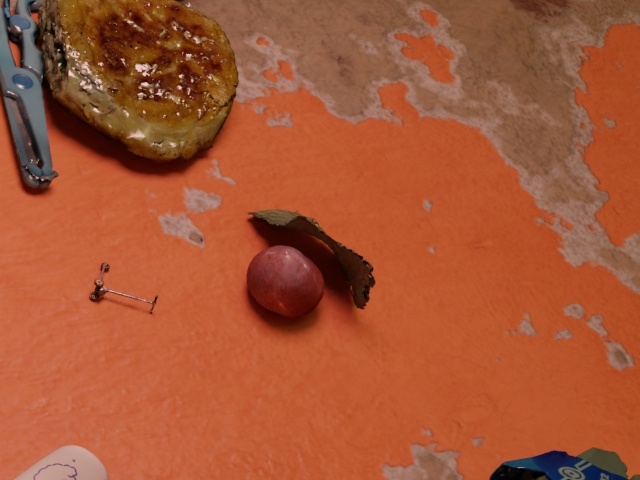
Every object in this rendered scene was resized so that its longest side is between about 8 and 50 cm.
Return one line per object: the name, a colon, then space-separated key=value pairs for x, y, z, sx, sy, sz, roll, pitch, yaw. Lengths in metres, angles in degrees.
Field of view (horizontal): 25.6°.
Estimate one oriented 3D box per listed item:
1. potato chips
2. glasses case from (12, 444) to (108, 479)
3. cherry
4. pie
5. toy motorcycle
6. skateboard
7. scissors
potato chips: x=-0.006 y=0.006 z=1.918 sx=0.228 sy=0.167 sz=0.059 roll=40 pitch=88 yaw=17
glasses case: x=-0.314 y=0.294 z=1.538 sx=0.076 sy=0.049 sz=0.197 roll=42 pitch=45 yaw=14
cherry: x=-0.051 y=0.052 z=1.860 sx=0.106 sy=0.087 sz=0.126 roll=19 pitch=-6 yaw=24
pie: x=-0.257 y=-0.259 z=2.028 sx=0.288 sy=0.103 sz=0.354 roll=11 pitch=46 yaw=-29
toy motorcycle: x=0.304 y=0.360 z=1.717 sx=0.200 sy=0.191 sz=0.326 roll=17 pitch=30 yaw=-8
skateboard: x=-0.248 y=0.060 z=1.806 sx=0.083 sy=0.032 sz=0.064 roll=19 pitch=34 yaw=-7
scissors: x=-0.413 y=-0.218 z=1.972 sx=0.180 sy=0.032 sz=0.393 roll=2 pitch=49 yaw=-25
